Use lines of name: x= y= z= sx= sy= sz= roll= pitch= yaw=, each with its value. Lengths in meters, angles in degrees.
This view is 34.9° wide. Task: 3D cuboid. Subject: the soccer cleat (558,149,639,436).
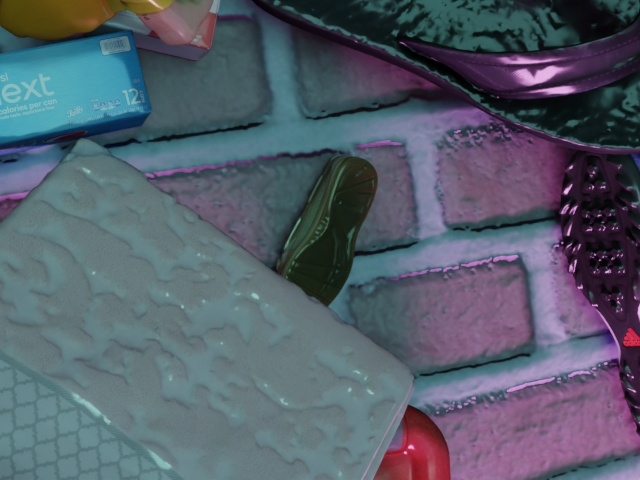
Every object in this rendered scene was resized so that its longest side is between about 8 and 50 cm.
soccer cleat: x=0.316 y=0.049 z=0.936 sx=0.116 sy=0.109 sz=0.318 roll=-26 pitch=99 yaw=-28

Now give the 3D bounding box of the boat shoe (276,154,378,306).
boat shoe: x=-0.001 y=-0.001 z=0.869 sx=0.056 sy=0.048 sz=0.153 roll=21 pitch=90 yaw=-27

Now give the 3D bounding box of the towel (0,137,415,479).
towel: x=-0.113 y=0.106 z=0.713 sx=0.332 sy=0.053 sz=0.317 roll=37 pitch=43 yaw=-5

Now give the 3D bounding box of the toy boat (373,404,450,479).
toy boat: x=0.050 y=0.250 z=0.820 sx=0.151 sy=0.151 sz=0.231 roll=-4 pitch=90 yaw=-17

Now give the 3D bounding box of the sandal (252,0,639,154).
sandal: x=0.145 y=-0.182 z=0.807 sx=0.446 sy=0.107 sz=0.167 roll=15 pitch=88 yaw=-3

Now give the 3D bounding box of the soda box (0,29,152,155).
soda box: x=-0.241 y=-0.103 z=0.777 sx=0.210 sy=0.071 sz=0.067 roll=-14 pitch=91 yaw=-16

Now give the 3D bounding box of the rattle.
rattle: x=-0.144 y=-0.243 z=0.770 sx=0.130 sy=0.143 sz=0.199 roll=24 pitch=62 yaw=-47

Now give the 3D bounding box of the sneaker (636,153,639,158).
sneaker: x=0.405 y=-0.049 z=0.945 sx=0.210 sy=0.137 sz=0.365 roll=-23 pitch=91 yaw=-14

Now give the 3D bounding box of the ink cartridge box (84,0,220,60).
ink cartridge box: x=-0.129 y=-0.224 z=0.821 sx=0.099 sy=0.056 sz=0.135 roll=11 pitch=86 yaw=-17
